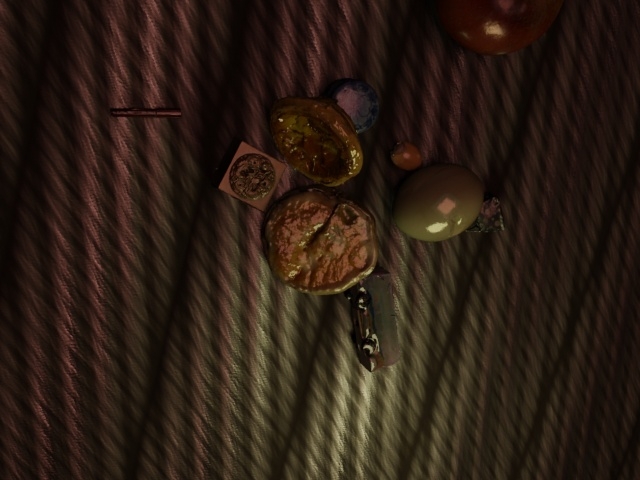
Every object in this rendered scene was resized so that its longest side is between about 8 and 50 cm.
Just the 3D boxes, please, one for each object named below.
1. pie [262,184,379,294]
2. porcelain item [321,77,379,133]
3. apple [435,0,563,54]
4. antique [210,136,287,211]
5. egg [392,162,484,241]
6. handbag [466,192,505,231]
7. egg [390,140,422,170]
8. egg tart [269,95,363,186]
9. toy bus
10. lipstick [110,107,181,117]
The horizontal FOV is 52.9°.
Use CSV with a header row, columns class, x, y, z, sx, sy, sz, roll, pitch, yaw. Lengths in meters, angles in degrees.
class,x,y,z,sx,sy,sz,roll,pitch,yaw
pie,0.000,0.000,1.826,0.339,0.077,0.339,0,95,-1
porcelain item,0.081,-0.367,1.753,0.147,0.114,0.147,-4,105,-14
apple,0.469,-0.670,1.700,0.349,0.277,0.348,-4,103,-18
antique,-0.191,-0.173,1.708,0.147,0.148,0.152,26,93,-23
egg,0.336,-0.109,1.840,0.269,0.219,0.219,-32,111,-4
handbag,0.484,-0.075,1.980,0.139,0.072,0.115,-16,110,2
egg,0.250,-0.240,1.855,0.096,0.080,0.080,38,91,-30
egg tart,-0.004,-0.275,1.687,0.115,0.290,0.290,-50,115,-30
toy bus,0.160,0.230,1.940,0.138,0.112,0.316,-13,109,-17
lipstick,-0.449,-0.328,1.656,0.177,0.027,0.027,-2,105,-14
